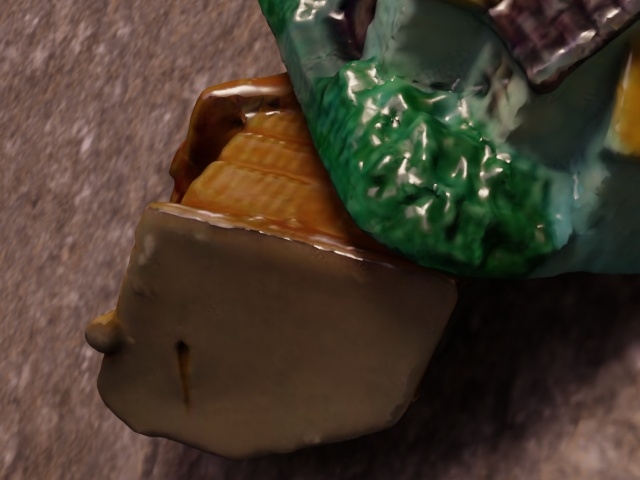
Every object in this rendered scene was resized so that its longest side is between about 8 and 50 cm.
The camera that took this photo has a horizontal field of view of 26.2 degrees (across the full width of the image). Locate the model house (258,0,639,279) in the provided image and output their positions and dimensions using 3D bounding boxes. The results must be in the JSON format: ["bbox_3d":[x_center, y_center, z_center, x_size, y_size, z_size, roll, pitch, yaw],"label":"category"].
[{"bbox_3d":[0.123,-0.161,0.701,0.280,0.230,0.248,-112,31,-43],"label":"model house"}]

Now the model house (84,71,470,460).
[{"bbox_3d":[-0.001,0.001,0.831,0.220,0.199,0.229,24,43,11],"label":"model house"}]
